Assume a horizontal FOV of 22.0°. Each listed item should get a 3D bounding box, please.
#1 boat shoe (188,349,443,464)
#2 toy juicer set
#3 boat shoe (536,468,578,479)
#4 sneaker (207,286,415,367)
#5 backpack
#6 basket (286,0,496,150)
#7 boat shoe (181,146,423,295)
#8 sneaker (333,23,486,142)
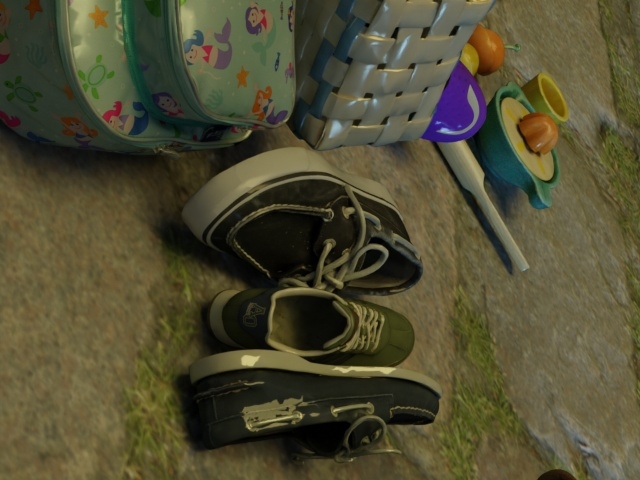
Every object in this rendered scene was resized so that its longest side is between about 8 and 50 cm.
[{"bbox_3d":[0.004,0.139,1.319,0.254,0.095,0.079,13,64,-47],"label":"boat shoe"},{"bbox_3d":[0.216,-0.143,1.928,0.209,0.089,0.329,48,31,-24],"label":"toy juicer set"},{"bbox_3d":[0.257,0.317,1.629,0.072,0.068,0.190,0,74,-72],"label":"boat shoe"},{"bbox_3d":[0.010,0.075,1.339,0.192,0.086,0.064,11,82,-30],"label":"sneaker"},{"bbox_3d":[-0.139,-0.174,1.261,0.253,0.191,0.225,-3,94,-53],"label":"backpack"},{"bbox_3d":[0.008,-0.232,1.445,0.201,0.254,0.289,-12,54,-36],"label":"basket"},{"bbox_3d":[-0.003,0.003,1.417,0.105,0.113,0.306,57,16,22],"label":"boat shoe"},{"bbox_3d":[0.069,-0.181,1.652,0.293,0.102,0.146,37,3,-27],"label":"sneaker"}]
